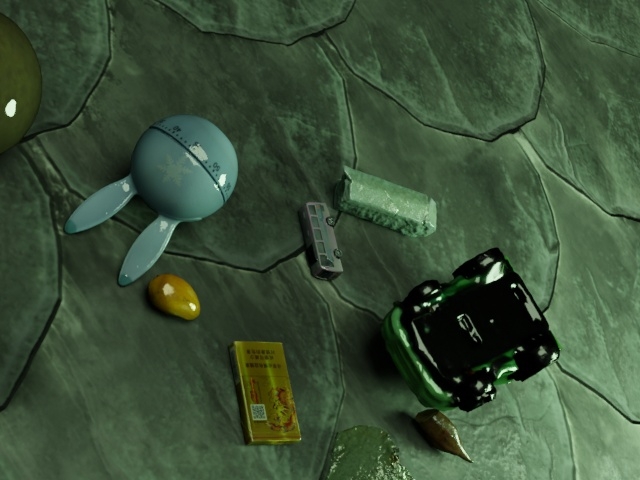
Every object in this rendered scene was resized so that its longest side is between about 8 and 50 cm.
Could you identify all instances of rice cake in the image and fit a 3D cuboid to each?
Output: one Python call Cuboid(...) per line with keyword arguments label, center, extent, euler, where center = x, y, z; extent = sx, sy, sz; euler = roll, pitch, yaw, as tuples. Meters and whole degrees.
Cuboid(label="rice cake", center=(0.111, -0.063, 1.996), extent=(0.206, 0.063, 0.069), euler=(16, 60, -26))

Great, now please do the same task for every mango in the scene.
Cuboid(label="mango", center=(-0.211, 0.084, 1.684), extent=(0.089, 0.046, 0.060), euler=(43, 47, -24))

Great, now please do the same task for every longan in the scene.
Cuboid(label="longan", center=(-0.487, -0.222, 1.556), extent=(0.248, 0.248, 0.248), euler=(18, 54, -26))

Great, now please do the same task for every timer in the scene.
Cuboid(label="timer", center=(-0.234, -0.071, 1.718), extent=(0.175, 0.255, 0.175), euler=(43, 7, -7))

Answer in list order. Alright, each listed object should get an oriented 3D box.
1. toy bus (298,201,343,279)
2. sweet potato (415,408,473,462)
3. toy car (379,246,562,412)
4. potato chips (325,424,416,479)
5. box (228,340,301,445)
Cuboid(label="toy bus", center=(0.000, 0.000, 1.894), extent=(0.052, 0.037, 0.131), euler=(4, 60, -32))
Cuboid(label="sweet potato", center=(0.202, 0.312, 1.839), extent=(0.117, 0.049, 0.049), euler=(46, 46, -7))
Cuboid(label="toy car", center=(0.248, 0.154, 1.893), extent=(0.358, 0.176, 0.213), euler=(-22, 76, -39))
Cuboid(label="potato chips", center=(0.070, 0.382, 1.693), extent=(0.167, 0.059, 0.228), euler=(-18, 74, -32))
Cuboid(label="box", center=(-0.082, 0.224, 1.703), extent=(0.089, 0.022, 0.156), euler=(3, 62, -33))
